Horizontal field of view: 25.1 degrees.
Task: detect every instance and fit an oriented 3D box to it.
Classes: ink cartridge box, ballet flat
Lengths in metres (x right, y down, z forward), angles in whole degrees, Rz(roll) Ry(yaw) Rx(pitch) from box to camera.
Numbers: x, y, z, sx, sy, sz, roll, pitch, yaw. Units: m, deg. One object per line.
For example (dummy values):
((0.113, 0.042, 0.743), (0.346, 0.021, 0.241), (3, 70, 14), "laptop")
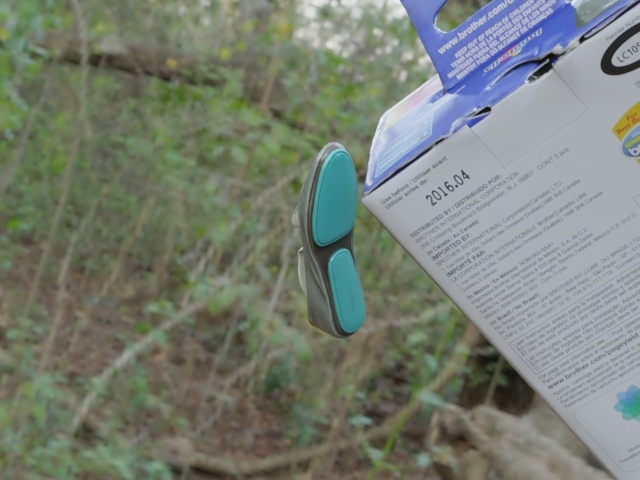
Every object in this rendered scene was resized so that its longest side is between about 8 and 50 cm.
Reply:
((0.217, -0.040, 1.030), (0.395, 0.270, 0.151), (46, 26, -18), "ink cartridge box")
((0.000, 0.000, 1.453), (0.068, 0.213, 0.072), (17, 33, 42), "ballet flat")
